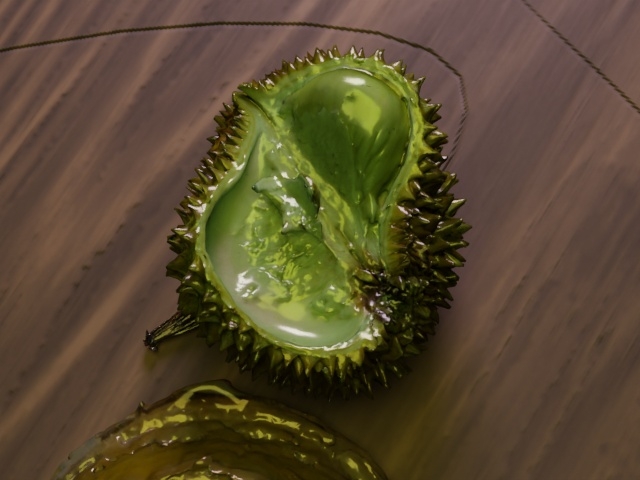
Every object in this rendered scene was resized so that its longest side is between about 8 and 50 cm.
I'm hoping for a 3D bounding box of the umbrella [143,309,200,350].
[{"bbox_3d":[-0.094,0.054,1.131,0.083,0.020,0.031,-34,71,-1],"label":"umbrella"}]

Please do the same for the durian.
[{"bbox_3d":[0.001,-0.003,1.060,0.200,0.176,0.237,3,66,16],"label":"durian"}]

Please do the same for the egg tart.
[{"bbox_3d":[-0.077,0.240,1.014,0.315,0.120,0.315,-1,71,3],"label":"egg tart"}]
